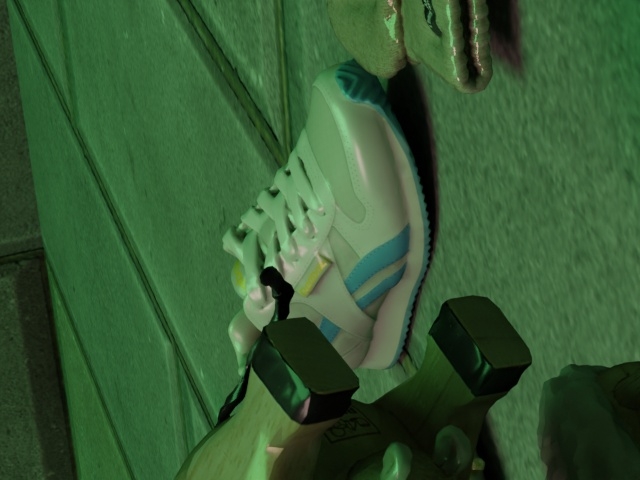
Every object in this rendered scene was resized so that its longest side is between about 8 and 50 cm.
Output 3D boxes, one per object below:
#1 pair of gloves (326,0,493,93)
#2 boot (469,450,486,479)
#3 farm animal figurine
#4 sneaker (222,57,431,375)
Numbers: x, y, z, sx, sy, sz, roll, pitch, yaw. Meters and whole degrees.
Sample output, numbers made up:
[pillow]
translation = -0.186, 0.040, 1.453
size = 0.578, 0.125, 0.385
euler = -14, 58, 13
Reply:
[pair of gloves]
translation = 0.023, -0.192, 0.891
size = 0.204, 0.042, 0.240
euler = -155, 52, -69
[boot]
translation = 0.067, 0.157, 0.955
size = 0.213, 0.077, 0.165
euler = 117, 140, -74
[farm animal figurine]
translation = 0.021, 0.164, 0.565
size = 0.172, 0.330, 0.327
euler = -62, 32, 37
[sneaker]
translation = 0.000, 0.000, 1.046
size = 0.229, 0.092, 0.087
euler = 95, 159, -49
